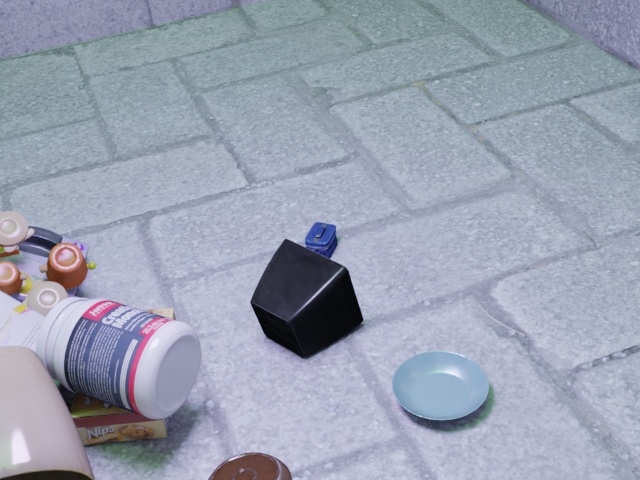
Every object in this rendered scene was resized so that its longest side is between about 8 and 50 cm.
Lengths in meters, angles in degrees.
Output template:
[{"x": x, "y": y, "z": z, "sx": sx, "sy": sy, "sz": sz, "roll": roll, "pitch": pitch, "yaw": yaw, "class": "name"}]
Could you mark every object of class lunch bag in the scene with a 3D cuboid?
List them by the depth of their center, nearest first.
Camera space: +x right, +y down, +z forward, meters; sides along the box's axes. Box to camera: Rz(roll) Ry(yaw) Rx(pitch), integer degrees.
[{"x": 0.000, "y": 0.000, "z": 2.234, "sx": 0.067, "sy": 0.065, "sz": 0.098, "roll": 7, "pitch": 37, "yaw": 17, "class": "lunch bag"}]

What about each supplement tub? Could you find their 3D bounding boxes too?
[{"x": -0.388, "y": 0.220, "z": 1.728, "sx": 0.272, "sy": 0.191, "sz": 0.191, "roll": 13, "pitch": 40, "yaw": 22, "class": "supplement tub"}]

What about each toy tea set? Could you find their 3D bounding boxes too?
[{"x": -0.694, "y": 0.056, "z": 2.057, "sx": 0.336, "sy": 0.124, "sz": 0.200, "roll": 29, "pitch": 63, "yaw": 0, "class": "toy tea set"}]

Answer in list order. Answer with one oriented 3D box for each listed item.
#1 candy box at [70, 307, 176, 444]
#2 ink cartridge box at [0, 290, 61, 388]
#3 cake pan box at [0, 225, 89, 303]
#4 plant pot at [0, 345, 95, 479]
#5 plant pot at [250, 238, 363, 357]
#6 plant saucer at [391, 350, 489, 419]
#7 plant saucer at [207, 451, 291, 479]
[{"x": -0.405, "y": 0.279, "z": 1.887, "sx": 0.182, "sy": 0.088, "sz": 0.316, "roll": -6, "pitch": 36, "yaw": 0, "class": "candy box"}, {"x": -0.671, "y": 0.236, "z": 1.828, "sx": 0.306, "sy": 0.131, "sz": 0.226, "roll": 31, "pitch": 43, "yaw": -5, "class": "ink cartridge box"}, {"x": -0.702, "y": 0.069, "z": 2.161, "sx": 0.245, "sy": 0.070, "sz": 0.267, "roll": 19, "pitch": 33, "yaw": -13, "class": "cake pan box"}, {"x": -0.557, "y": 0.340, "z": 1.611, "sx": 0.256, "sy": 0.256, "sz": 0.274, "roll": -14, "pitch": 58, "yaw": -11, "class": "plant pot"}, {"x": -0.041, "y": 0.141, "z": 1.962, "sx": 0.188, "sy": 0.187, "sz": 0.167, "roll": 24, "pitch": 58, "yaw": 35, "class": "plant pot"}, {"x": 0.242, "y": 0.301, "z": 1.807, "sx": 0.194, "sy": 0.037, "sz": 0.195, "roll": -4, "pitch": 36, "yaw": 3, "class": "plant saucer"}, {"x": -0.138, "y": 0.444, "z": 1.647, "sx": 0.168, "sy": 0.029, "sz": 0.168, "roll": -10, "pitch": 26, "yaw": 5, "class": "plant saucer"}]
